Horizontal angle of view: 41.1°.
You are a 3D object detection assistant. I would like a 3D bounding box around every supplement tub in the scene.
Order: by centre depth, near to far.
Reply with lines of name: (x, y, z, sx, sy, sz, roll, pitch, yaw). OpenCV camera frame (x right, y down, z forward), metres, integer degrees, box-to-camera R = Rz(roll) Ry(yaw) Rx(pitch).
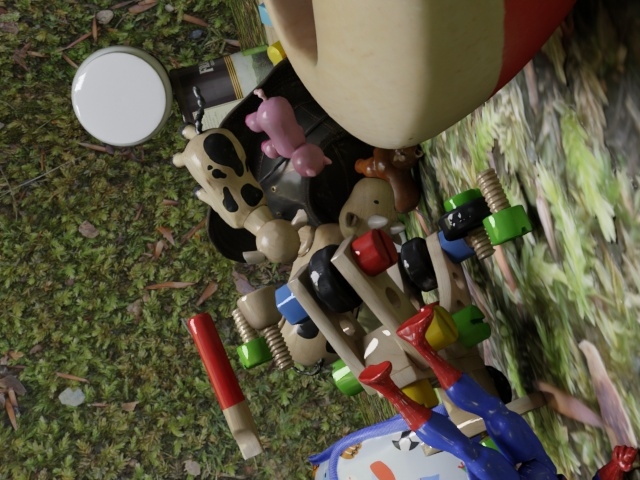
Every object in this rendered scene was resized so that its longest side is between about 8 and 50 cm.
supplement tub: (-0.388, -0.290, 1.693, 0.272, 0.191, 0.191, -124, 18, -74)

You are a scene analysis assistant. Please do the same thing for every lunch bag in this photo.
lunch bag: (0.144, 0.392, 1.120, 0.385, 0.238, 0.328, 129, 126, -65)

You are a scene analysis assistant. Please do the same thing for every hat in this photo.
hat: (-0.003, -0.085, 1.143, 0.134, 0.331, 0.331, 33, 154, 28)

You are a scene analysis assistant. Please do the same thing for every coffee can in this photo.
coffee can: (-0.151, -0.290, 1.763, 0.201, 0.275, 0.202, 163, 90, -85)

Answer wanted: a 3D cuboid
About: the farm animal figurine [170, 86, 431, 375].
farm animal figurine: (0.000, 0.000, 0.966, 0.172, 0.330, 0.327, 22, 110, 57)

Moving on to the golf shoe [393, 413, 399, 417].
golf shoe: (0.184, 0.460, 1.831, 0.094, 0.077, 0.198, -94, -2, -59)

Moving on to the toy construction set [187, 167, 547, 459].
toy construction set: (0.062, 0.122, 0.787, 0.257, 0.308, 0.237, 54, -167, -80)

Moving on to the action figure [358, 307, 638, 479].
action figure: (0.168, 0.169, 0.624, 0.280, 0.091, 0.139, 46, 152, -5)

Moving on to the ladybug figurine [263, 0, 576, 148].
ladybug figurine: (0.042, -0.216, 0.502, 0.449, 0.161, 0.305, -116, 11, -66)

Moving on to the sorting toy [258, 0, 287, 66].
sorting toy: (-0.043, -0.328, 1.376, 0.196, 0.047, 0.348, 33, 149, 39)

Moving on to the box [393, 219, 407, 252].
box: (0.074, 0.061, 1.288, 0.091, 0.130, 0.171, -124, 18, -76)
